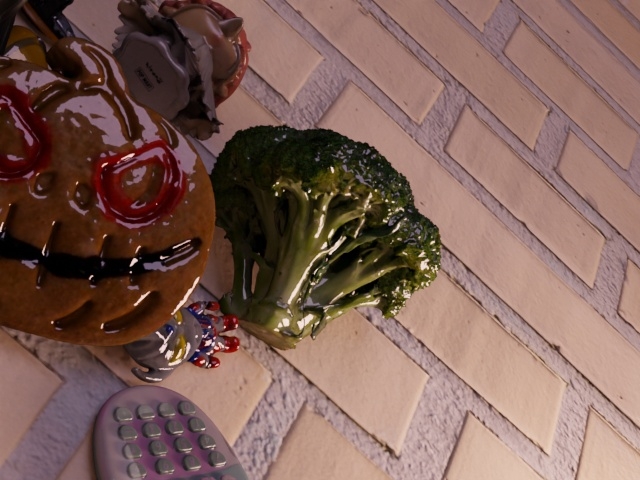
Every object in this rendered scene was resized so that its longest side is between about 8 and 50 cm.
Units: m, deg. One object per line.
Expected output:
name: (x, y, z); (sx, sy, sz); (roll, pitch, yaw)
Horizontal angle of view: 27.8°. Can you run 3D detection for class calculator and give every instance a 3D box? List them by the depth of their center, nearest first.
calculator: (-0.142, 0.284, 1.355); (0.185, 0.041, 0.299); (0, 55, -46)

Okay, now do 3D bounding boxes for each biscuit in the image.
biscuit: (-0.281, -0.060, 1.353); (0.367, 0.063, 0.314); (20, 84, -18)

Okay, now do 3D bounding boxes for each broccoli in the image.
broccoli: (0.000, 0.000, 1.607); (0.321, 0.304, 0.283); (33, 68, -15)

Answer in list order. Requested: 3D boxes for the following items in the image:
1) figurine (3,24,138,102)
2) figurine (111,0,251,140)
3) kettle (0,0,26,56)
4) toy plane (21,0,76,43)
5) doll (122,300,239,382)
figurine: (-0.299, -0.133, 1.479); (0.257, 0.167, 0.192); (45, 49, 0)
figurine: (-0.165, -0.247, 1.703); (0.207, 0.166, 0.387); (54, 20, -7)
kettle: (-0.414, -0.364, 1.373); (0.321, 0.228, 0.324); (53, 39, -41)
toy plane: (-0.399, -0.368, 1.645); (0.316, 0.103, 0.204); (46, 35, -2)
doll: (-0.169, 0.108, 1.475); (0.195, 0.062, 0.104); (6, 96, -49)
